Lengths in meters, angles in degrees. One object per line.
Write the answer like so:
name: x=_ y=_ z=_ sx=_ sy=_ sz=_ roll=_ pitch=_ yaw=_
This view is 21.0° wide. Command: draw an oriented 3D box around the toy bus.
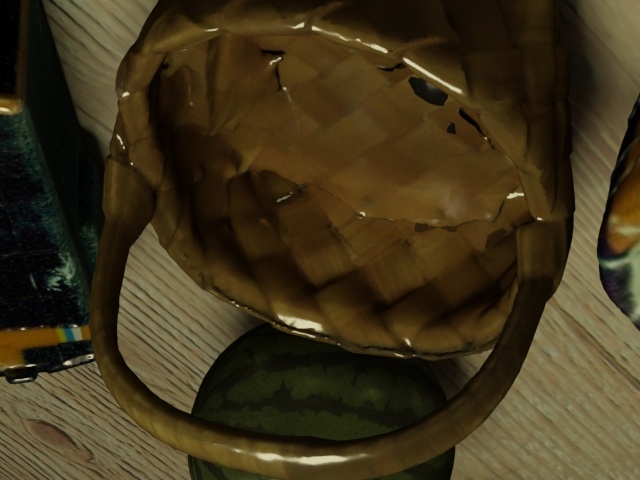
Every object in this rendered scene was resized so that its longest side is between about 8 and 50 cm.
toy bus: x=-0.262 y=-0.041 z=1.227 sx=0.194 sy=0.162 sz=0.323 roll=-7 pitch=143 yaw=1

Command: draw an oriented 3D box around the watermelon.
watermelon: x=0.002 y=0.158 z=1.356 sx=0.212 sy=0.212 sz=0.212 roll=14 pitch=146 yaw=10

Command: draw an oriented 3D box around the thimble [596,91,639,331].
thimble: x=0.281 y=-0.015 z=1.010 sx=0.237 sy=0.150 sz=0.237 roll=13 pitch=147 yaw=9

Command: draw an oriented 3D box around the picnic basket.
picnic basket: x=0.000 y=0.000 z=1.033 sx=0.293 sy=0.337 sz=0.337 roll=9 pitch=145 yaw=17
